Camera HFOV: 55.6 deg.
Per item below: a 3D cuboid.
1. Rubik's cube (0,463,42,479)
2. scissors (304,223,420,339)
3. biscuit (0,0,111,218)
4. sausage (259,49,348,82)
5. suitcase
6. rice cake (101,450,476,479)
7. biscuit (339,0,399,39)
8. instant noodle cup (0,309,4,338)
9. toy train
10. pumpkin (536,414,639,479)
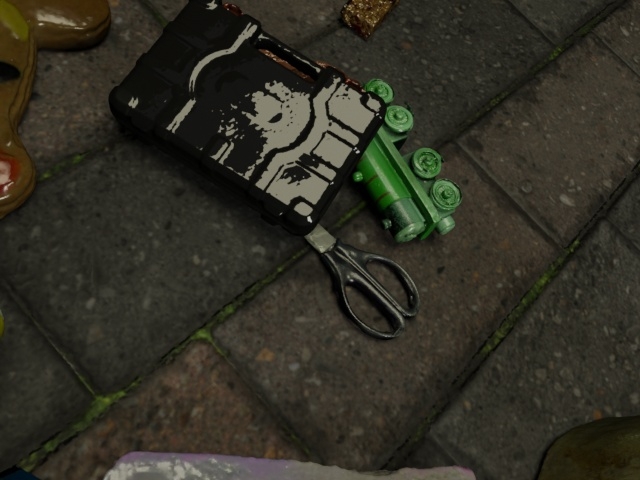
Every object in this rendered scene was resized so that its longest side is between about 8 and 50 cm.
[{"bbox_3d":[-0.172,0.331,0.331,0.288,0.283,0.294,33,74,-3],"label":"Rubik's cube"},{"bbox_3d":[0.000,0.000,0.757,0.300,0.022,0.109,43,53,5],"label":"scissors"},{"bbox_3d":[-0.456,-0.233,0.669,0.368,0.076,0.394,17,59,-13],"label":"biscuit"},{"bbox_3d":[-0.029,-0.241,0.866,0.157,0.042,0.036,11,23,-18],"label":"sausage"},{"bbox_3d":[-0.084,-0.156,0.738,0.285,0.066,0.206,32,74,2],"label":"suitcase"},{"bbox_3d":[-0.020,0.250,0.591,0.399,0.064,0.070,10,54,-17],"label":"rice cake"},{"bbox_3d":[0.099,-0.406,1.002,0.064,0.034,0.199,34,57,-1],"label":"biscuit"},{"bbox_3d":[-0.365,0.131,0.450,0.215,0.215,0.236,22,48,-9],"label":"instant noodle cup"},{"bbox_3d":[0.086,-0.108,0.816,0.119,0.085,0.251,-22,71,-24],"label":"toy train"},{"bbox_3d":[0.414,0.333,0.645,0.332,0.199,0.332,8,63,-15],"label":"pumpkin"}]
